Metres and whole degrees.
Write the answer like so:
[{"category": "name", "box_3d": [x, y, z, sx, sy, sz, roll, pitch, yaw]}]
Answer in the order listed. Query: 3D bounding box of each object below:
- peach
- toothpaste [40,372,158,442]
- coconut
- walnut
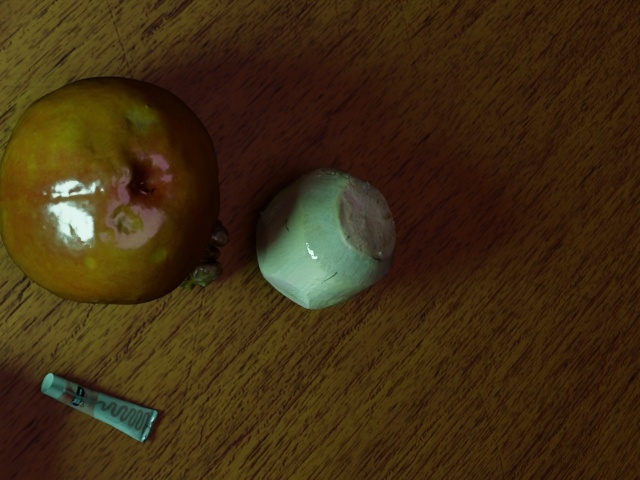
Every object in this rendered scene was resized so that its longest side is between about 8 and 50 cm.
[{"category": "peach", "box_3d": [-0.304, -0.073, 1.723, 0.342, 0.301, 0.343, 0, 89, -19]}, {"category": "toothpaste", "box_3d": [-0.355, 0.267, 1.905, 0.205, 0.036, 0.056, 30, 79, -34]}, {"category": "coconut", "box_3d": [0.002, 0.000, 1.985, 0.227, 0.230, 0.227, 22, 56, -37]}, {"category": "walnut", "box_3d": [-0.226, 0.009, 1.930, 0.170, 0.069, 0.143, 10, 92, -28]}]
